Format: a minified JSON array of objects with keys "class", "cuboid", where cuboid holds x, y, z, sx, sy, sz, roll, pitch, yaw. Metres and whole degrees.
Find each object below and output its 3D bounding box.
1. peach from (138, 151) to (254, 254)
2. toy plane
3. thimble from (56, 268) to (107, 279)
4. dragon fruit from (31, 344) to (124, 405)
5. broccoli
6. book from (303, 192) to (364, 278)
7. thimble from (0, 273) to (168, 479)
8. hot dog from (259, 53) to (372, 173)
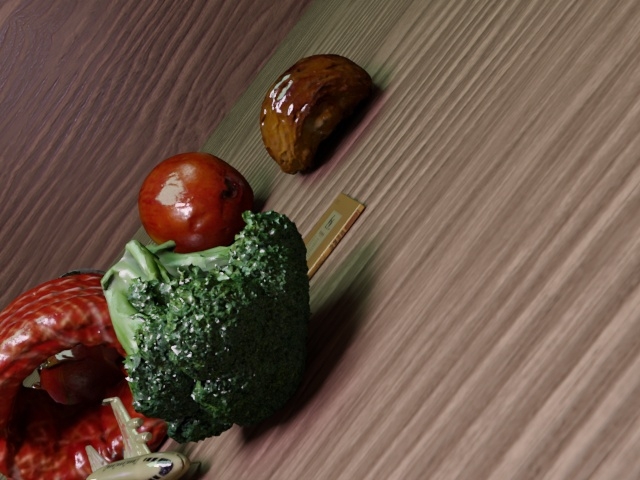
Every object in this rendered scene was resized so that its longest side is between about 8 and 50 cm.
[{"class":"peach","cuboid":[-0.276,-0.084,1.543,0.281,0.238,0.281,-11,10,2]},{"class":"toy plane","cuboid":[-0.265,0.334,0.969,0.244,0.092,0.229,-21,69,31]},{"class":"thimble","cuboid":[-0.629,0.214,1.763,0.150,0.271,0.271,-27,32,48]},{"class":"dragon fruit","cuboid":[-0.465,0.247,1.410,0.315,0.250,0.250,-37,20,1]},{"class":"broccoli","cuboid":[-0.134,0.096,0.846,0.308,0.275,0.308,-46,-17,-19]},{"class":"book","cuboid":[0.000,0.000,1.098,0.172,0.012,0.118,-52,20,2]},{"class":"thimble","cuboid":[-0.405,0.236,1.141,0.350,0.350,0.230,-52,25,1]},{"class":"hot dog","cuboid":[-0.025,-0.278,1.409,0.267,0.174,0.387,-47,11,9]}]
